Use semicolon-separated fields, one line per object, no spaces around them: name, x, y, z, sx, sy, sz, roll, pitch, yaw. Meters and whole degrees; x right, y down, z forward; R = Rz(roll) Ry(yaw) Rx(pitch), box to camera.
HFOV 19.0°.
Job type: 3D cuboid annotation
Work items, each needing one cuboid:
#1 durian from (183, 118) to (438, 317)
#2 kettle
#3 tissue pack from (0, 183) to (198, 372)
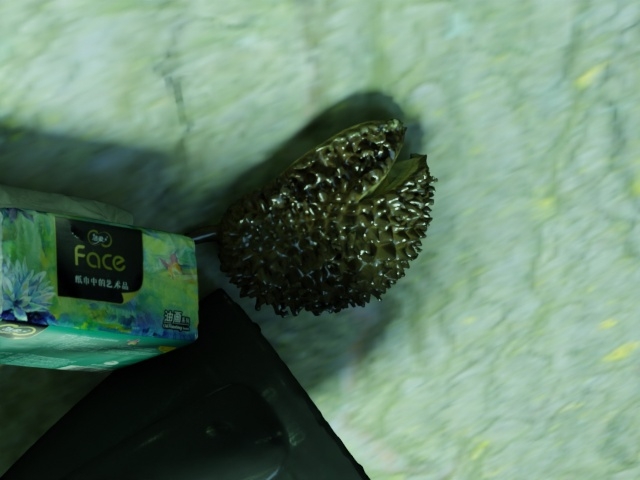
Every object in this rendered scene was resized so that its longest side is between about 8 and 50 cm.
durian;0.001;-0.001;0.967;0.140;0.071;0.110;-16;139;-16
kettle;-0.107;0.176;0.937;0.290;0.207;0.268;-36;154;-4
tissue pack;-0.124;0.014;0.887;0.111;0.079;0.085;10;160;-41
